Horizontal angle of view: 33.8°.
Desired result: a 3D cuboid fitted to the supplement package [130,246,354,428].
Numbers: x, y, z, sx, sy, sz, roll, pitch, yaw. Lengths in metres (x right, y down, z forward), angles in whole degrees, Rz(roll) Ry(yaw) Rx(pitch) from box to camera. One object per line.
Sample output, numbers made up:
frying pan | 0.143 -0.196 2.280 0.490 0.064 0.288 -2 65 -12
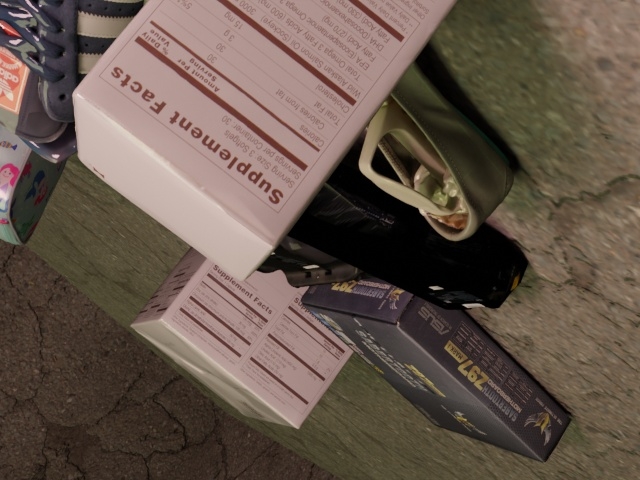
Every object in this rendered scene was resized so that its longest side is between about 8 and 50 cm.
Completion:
supplement package | -0.096 0.107 1.292 0.204 0.145 0.262 39 165 -10

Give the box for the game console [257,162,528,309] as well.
game console | 0.000 0.000 0.882 0.213 0.044 0.361 26 167 -16

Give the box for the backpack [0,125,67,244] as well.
backpack | -0.362 -0.100 1.089 0.191 0.225 0.253 21 156 -10

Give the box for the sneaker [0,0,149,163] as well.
sneaker | -0.189 -0.155 0.713 0.131 0.148 0.350 33 164 12

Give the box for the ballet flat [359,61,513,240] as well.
ballet flat | 0.033 -0.079 0.610 0.213 0.068 0.072 44 163 -25

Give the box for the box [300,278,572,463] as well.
box | 0.111 0.118 1.041 0.232 0.059 0.183 43 162 -25

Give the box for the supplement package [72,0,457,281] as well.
supplement package | -0.019 -0.087 0.486 0.105 0.179 0.105 37 165 -4
